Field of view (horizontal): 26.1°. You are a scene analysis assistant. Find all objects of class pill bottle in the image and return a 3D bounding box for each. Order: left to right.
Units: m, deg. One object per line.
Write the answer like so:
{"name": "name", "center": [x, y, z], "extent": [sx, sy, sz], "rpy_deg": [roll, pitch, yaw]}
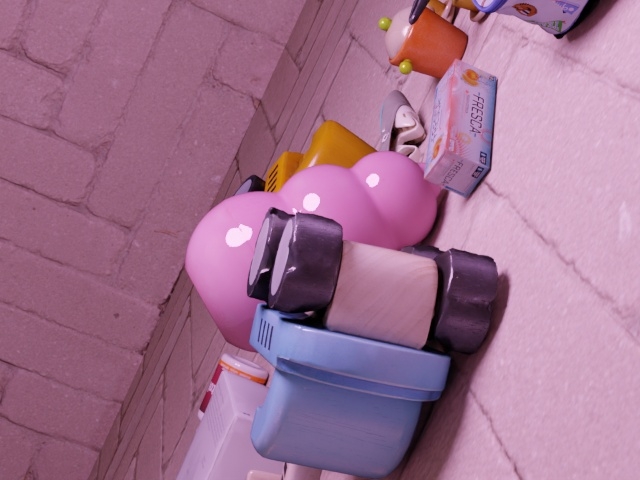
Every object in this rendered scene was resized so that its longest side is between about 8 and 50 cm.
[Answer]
{"name": "pill bottle", "center": [-0.154, 0.273, 2.314], "extent": [0.086, 0.086, 0.152], "rpy_deg": [-150, 82, -78]}

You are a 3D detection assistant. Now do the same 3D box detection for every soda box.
{"name": "soda box", "center": [0.173, -0.140, 1.690], "extent": [0.183, 0.063, 0.058], "rpy_deg": [-78, 15, -45]}

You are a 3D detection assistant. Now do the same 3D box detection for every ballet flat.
{"name": "ballet flat", "center": [0.118, -0.134, 1.962], "extent": [0.068, 0.072, 0.213], "rpy_deg": [-18, 45, 38]}

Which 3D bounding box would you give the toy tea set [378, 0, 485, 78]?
{"name": "toy tea set", "center": [0.159, -0.368, 2.036], "extent": [0.336, 0.124, 0.200], "rpy_deg": [-95, 30, -66]}

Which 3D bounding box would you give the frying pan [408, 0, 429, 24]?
{"name": "frying pan", "center": [0.175, -0.432, 1.951], "extent": [0.326, 0.053, 0.197], "rpy_deg": [-56, 8, -8]}

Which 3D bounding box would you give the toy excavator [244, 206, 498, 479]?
{"name": "toy excavator", "center": [-0.006, 0.202, 1.555], "extent": [0.433, 0.222, 0.445], "rpy_deg": [-171, 95, -79]}

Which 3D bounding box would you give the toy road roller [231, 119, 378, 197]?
{"name": "toy road roller", "center": [-0.009, -0.023, 1.974], "extent": [0.240, 0.202, 0.329], "rpy_deg": [-50, 16, 22]}

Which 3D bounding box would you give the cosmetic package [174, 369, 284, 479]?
{"name": "cosmetic package", "center": [-0.109, 0.325, 1.880], "extent": [0.224, 0.138, 0.224], "rpy_deg": [-128, 60, -77]}

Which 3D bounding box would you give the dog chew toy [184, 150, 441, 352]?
{"name": "dog chew toy", "center": [0.000, 0.000, 1.735], "extent": [0.332, 0.206, 0.206], "rpy_deg": [-29, 10, -5]}

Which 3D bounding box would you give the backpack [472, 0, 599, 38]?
{"name": "backpack", "center": [0.245, -0.363, 1.483], "extent": [0.276, 0.213, 0.263], "rpy_deg": [-83, 9, -45]}
